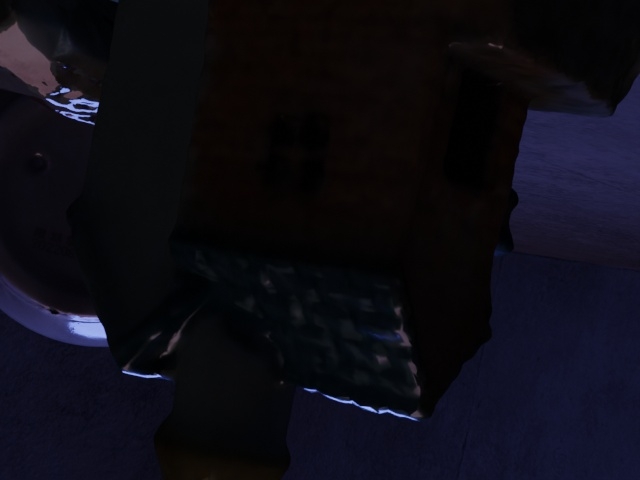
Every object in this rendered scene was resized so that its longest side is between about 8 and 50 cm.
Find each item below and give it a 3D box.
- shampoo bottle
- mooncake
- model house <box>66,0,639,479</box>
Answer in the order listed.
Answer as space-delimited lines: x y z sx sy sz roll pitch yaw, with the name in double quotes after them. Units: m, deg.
-0.194 -0.042 1.246 0.273 0.273 0.266 12 -178 -2 "shampoo bottle"
-0.147 -0.130 0.775 0.073 0.130 0.125 -34 140 32 "mooncake"
0.000 0.000 0.668 0.267 0.325 0.194 10 175 36 "model house"
